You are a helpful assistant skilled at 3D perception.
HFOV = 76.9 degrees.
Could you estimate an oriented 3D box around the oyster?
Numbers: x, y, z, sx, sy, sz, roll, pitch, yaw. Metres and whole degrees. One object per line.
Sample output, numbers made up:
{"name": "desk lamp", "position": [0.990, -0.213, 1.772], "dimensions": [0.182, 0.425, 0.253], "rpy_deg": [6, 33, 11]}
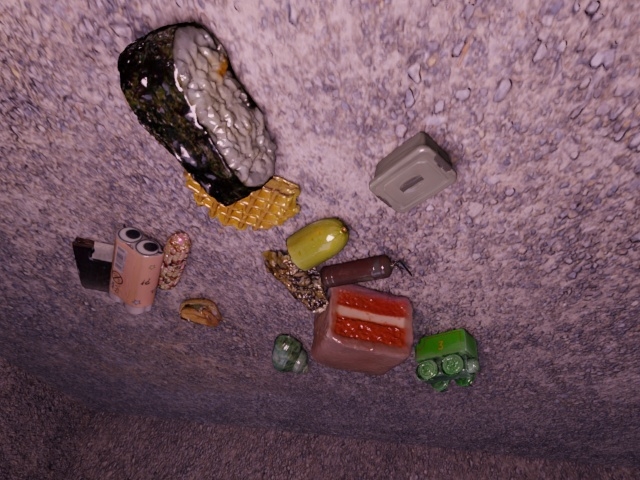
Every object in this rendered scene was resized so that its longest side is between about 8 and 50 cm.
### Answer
{"name": "oyster", "position": [-0.088, 0.121, 1.265], "dimensions": [0.222, 0.083, 0.214], "rpy_deg": [9, 136, 40]}

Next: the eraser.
{"name": "eraser", "position": [-0.614, 0.103, 1.319], "dimensions": [0.171, 0.087, 0.291], "rpy_deg": [35, 126, 10]}

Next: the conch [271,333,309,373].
{"name": "conch", "position": [-0.130, 0.500, 1.738], "dimensions": [0.188, 0.122, 0.176], "rpy_deg": [32, 112, -30]}

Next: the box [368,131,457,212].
{"name": "box", "position": [0.203, -0.154, 0.894], "dimensions": [0.124, 0.093, 0.172], "rpy_deg": [34, 134, -26]}

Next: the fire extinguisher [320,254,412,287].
{"name": "fire extinguisher", "position": [0.136, 0.098, 1.225], "dimensions": [0.267, 0.072, 0.089], "rpy_deg": [-13, 115, 26]}

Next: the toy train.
{"name": "toy train", "position": [0.458, 0.436, 1.475], "dimensions": [0.243, 0.188, 0.132], "rpy_deg": [-27, 127, 35]}

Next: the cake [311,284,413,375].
{"name": "cake", "position": [0.137, 0.297, 1.348], "dimensions": [0.308, 0.237, 0.230], "rpy_deg": [13, 144, -7]}

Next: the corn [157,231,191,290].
{"name": "corn", "position": [-0.488, 0.075, 1.321], "dimensions": [0.092, 0.092, 0.280], "rpy_deg": [24, 138, -16]}

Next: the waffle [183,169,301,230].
{"name": "waffle", "position": [-0.207, -0.121, 1.047], "dimensions": [0.309, 0.065, 0.283], "rpy_deg": [-8, 138, 19]}

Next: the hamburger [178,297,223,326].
{"name": "hamburger", "position": [-0.459, 0.259, 1.551], "dimensions": [0.176, 0.087, 0.102], "rpy_deg": [15, 129, 6]}

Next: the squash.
{"name": "squash", "position": [0.000, 0.000, 1.110], "dimensions": [0.186, 0.123, 0.123], "rpy_deg": [-31, 126, 35]}

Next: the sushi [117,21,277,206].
{"name": "sushi", "position": [-0.233, -0.239, 0.805], "dimensions": [0.170, 0.211, 0.350], "rpy_deg": [-10, 131, 30]}

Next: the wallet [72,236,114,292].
{"name": "wallet", "position": [-0.749, 0.108, 1.441], "dimensions": [0.220, 0.071, 0.262], "rpy_deg": [14, 134, -4]}
